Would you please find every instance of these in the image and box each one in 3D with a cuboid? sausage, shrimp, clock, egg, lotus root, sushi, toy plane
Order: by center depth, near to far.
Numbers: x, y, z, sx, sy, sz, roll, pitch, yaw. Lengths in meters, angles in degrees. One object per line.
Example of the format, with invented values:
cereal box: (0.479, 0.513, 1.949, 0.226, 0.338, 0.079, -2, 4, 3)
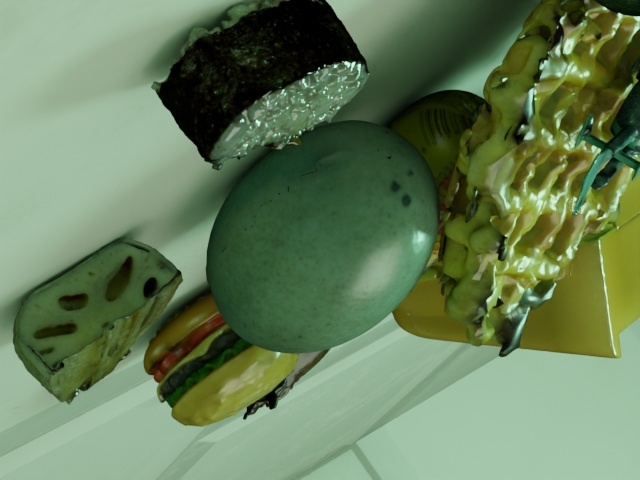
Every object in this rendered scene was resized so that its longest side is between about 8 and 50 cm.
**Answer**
sushi: (-0.036, -0.110, 1.248, 0.150, 0.078, 0.090, -24, 158, -42)
lotus root: (-0.195, 0.069, 1.551, 0.143, 0.070, 0.144, -36, 167, -29)
egg: (0.000, 0.000, 1.575, 0.236, 0.169, 0.169, -43, 167, 32)
toy plane: (0.266, -0.100, 1.575, 0.235, 0.060, 0.096, -38, 162, -53)
sausage: (0.071, -0.027, 1.793, 0.123, 0.123, 0.347, -25, 166, -42)
clock: (0.199, 0.010, 1.971, 0.317, 0.200, 0.244, -6, -169, 35)
shrimp: (-0.011, 0.109, 2.296, 0.289, 0.075, 0.178, -47, 173, -8)

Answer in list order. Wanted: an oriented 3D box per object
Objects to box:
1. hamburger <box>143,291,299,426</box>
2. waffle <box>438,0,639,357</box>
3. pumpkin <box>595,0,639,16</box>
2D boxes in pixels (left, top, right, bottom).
hamburger: (-0.098, 0.114, 1.902, 0.162, 0.115, 0.162, -33, 171, -6)
waffle: (0.214, -0.103, 1.631, 0.382, 0.095, 0.380, -49, 157, -35)
pumpkin: (0.266, -0.245, 1.400, 0.190, 0.146, 0.190, -29, 157, -14)
